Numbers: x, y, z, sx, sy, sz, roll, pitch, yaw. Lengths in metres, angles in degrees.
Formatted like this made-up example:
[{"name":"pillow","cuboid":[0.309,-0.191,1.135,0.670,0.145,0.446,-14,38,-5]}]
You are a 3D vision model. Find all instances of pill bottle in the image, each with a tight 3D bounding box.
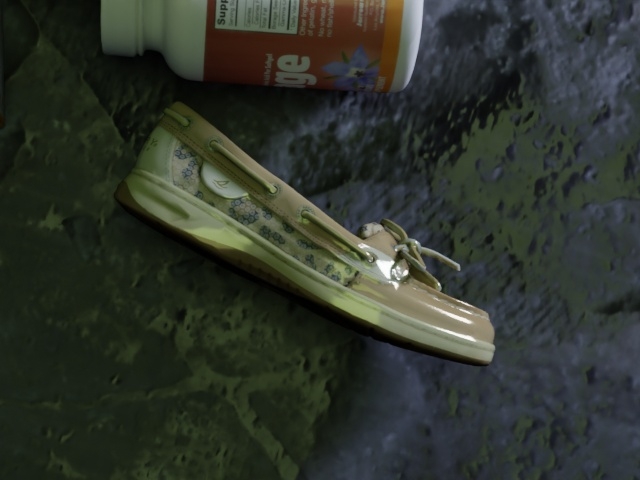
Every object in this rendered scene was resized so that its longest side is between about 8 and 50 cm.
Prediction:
[{"name":"pill bottle","cuboid":[-0.042,-0.169,0.972,0.216,0.121,0.121,3,81,-4]}]

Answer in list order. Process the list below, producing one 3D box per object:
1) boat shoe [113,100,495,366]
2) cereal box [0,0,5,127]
[{"name":"boat shoe","cuboid":[0.000,0.000,0.960,0.285,0.104,0.089,27,83,0]},{"name":"cereal box","cuboid":[-0.314,-0.198,0.987,0.173,0.047,0.240,-3,82,-6]}]
